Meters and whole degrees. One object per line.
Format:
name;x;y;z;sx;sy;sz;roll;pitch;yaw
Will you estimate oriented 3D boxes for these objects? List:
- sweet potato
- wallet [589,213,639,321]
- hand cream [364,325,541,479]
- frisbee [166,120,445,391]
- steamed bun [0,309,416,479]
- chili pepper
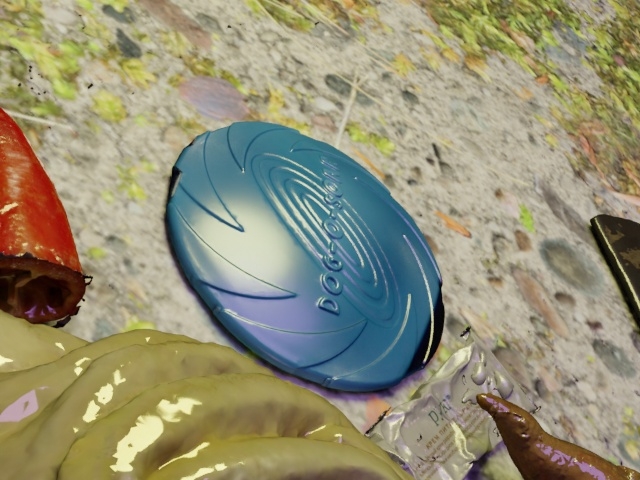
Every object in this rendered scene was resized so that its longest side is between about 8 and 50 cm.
sweet potato;0.193;0.181;0.898;0.226;0.068;0.068;38;38;-21
wallet;0.306;0.044;1.172;0.082;0.018;0.156;9;48;-35
hand cream;0.079;0.136;0.872;0.084;0.050;0.257;49;30;7
frisbee;0.000;0.000;0.936;0.242;0.045;0.242;22;44;-23
steamed bun;-0.100;0.171;0.551;0.372;0.230;0.325;40;42;-6
chili pepper;-0.202;-0.030;0.784;0.088;0.065;0.169;23;35;-47
